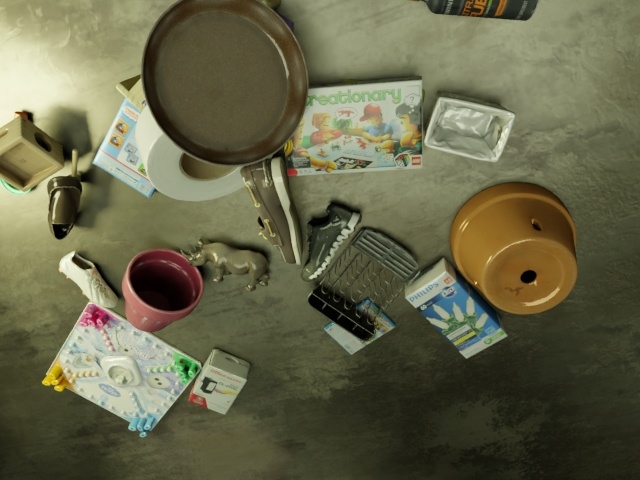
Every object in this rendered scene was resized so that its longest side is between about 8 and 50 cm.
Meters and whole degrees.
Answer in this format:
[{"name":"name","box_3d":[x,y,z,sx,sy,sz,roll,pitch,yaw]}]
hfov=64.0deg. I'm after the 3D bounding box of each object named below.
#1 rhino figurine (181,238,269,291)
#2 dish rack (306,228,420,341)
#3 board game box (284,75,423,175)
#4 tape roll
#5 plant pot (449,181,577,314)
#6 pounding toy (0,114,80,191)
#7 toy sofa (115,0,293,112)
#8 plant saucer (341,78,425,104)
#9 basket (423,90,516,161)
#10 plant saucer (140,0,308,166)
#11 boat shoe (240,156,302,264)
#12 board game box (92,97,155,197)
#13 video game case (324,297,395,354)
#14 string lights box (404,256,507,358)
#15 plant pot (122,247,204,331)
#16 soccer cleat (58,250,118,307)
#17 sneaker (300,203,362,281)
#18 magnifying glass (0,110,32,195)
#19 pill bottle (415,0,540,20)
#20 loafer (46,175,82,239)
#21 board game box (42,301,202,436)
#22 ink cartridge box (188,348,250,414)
[{"name":"rhino figurine","box_3d":[-0.252,0.056,1.363,0.244,0.073,0.106,15,121,0]},{"name":"dish rack","box_3d":[0.117,0.112,1.338,0.208,0.074,0.271,34,117,-5]},{"name":"board game box","box_3d":[0.069,-0.246,1.120,0.306,0.053,0.192,-3,117,8]},{"name":"tape roll","box_3d":[-0.245,-0.212,1.112,0.287,0.100,0.286,-21,152,-12]},{"name":"plant pot","box_3d":[0.463,0.034,1.193,0.291,0.203,0.290,2,118,4]},{"name":"pounding toy","box_3d":[-0.678,-0.206,1.259,0.181,0.094,0.206,-30,146,7]},{"name":"toy sofa","box_3d":[-0.236,-0.387,1.079,0.363,0.150,0.177,-37,107,23]},{"name":"plant saucer","box_3d":[0.128,-0.257,1.165,0.189,0.045,0.188,9,119,2]},{"name":"basket","box_3d":[0.315,-0.252,1.113,0.168,0.103,0.113,13,119,-1]},{"name":"plant saucer","box_3d":[-0.173,-0.294,0.952,0.311,0.050,0.310,-6,103,-25]},{"name":"boat shoe","box_3d":[-0.107,-0.057,1.229,0.097,0.116,0.324,-8,138,4]},{"name":"board game box","box_3d":[-0.437,-0.230,1.249,0.160,0.039,0.211,34,117,-12]},{"name":"video game case","box_3d":[0.111,0.246,1.455,0.166,0.015,0.119,-38,107,23]},{"name":"string lights box","box_3d":[0.356,0.180,1.355,0.133,0.076,0.260,-39,107,25]},{"name":"plant pot","box_3d":[-0.439,0.150,1.380,0.201,0.201,0.180,31,133,-10]},{"name":"soccer cleat","box_3d":[-0.645,0.113,1.445,0.076,0.068,0.196,-39,105,20]},{"name":"sneaker","box_3d":[0.000,0.000,1.304,0.106,0.078,0.234,33,113,-8]},{"name":"magnifying glass","box_3d":[-0.769,-0.217,1.304,0.092,0.026,0.230,21,118,-5]},{"name":"pill bottle","box_3d":[0.285,-0.494,0.971,0.246,0.130,0.130,6,119,4]},{"name":"loafer","box_3d":[-0.648,-0.078,1.302,0.080,0.078,0.220,-4,147,-30]},{"name":"board game box","box_3d":[-0.633,0.423,1.618,0.390,0.050,0.390,34,117,-11]},{"name":"ink cartridge box","box_3d":[-0.309,0.433,1.567,0.128,0.072,0.175,25,118,-12]}]
